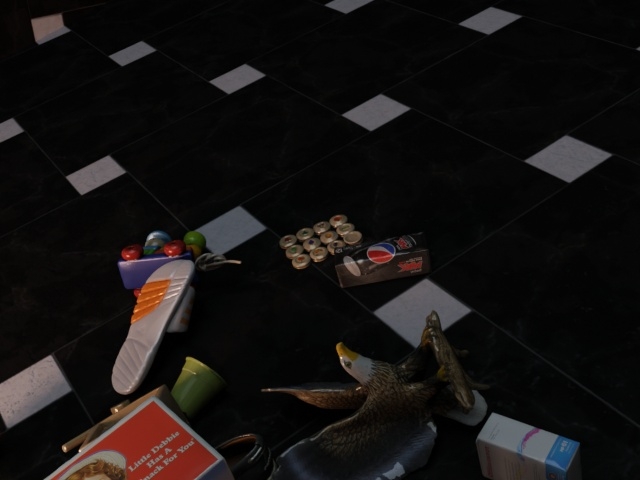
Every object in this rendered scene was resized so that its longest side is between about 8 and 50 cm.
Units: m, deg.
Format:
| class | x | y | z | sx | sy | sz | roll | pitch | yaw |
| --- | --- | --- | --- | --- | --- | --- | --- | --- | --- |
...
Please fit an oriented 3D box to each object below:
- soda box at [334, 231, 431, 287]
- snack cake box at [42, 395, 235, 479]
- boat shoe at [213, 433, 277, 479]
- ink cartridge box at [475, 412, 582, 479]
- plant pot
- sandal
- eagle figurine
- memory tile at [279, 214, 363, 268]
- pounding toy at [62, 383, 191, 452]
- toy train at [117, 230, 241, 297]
| class | x | y | z | sx | sy | sz | roll | pitch | yaw |
| --- | --- | --- | --- | --- | --- | --- | --- | --- | --- |
| soda box | 0.112 | 0.035 | 1.461 | 0.169 | 0.060 | 0.053 | -11 | 38 | 6 |
| snack cake box | -0.238 | 0.314 | 0.905 | 0.264 | 0.089 | 0.152 | -36 | 40 | -26 |
| boat shoe | -0.183 | 0.340 | 1.168 | 0.233 | 0.079 | 0.084 | -18 | 39 | -1 |
| ink cartridge box | 0.273 | 0.287 | 1.060 | 0.122 | 0.088 | 0.052 | 14 | 46 | 33 |
| plant pot | -0.206 | 0.244 | 1.306 | 0.083 | 0.083 | 0.079 | 18 | 61 | 36 |
| sandal | -0.288 | 0.159 | 1.449 | 0.102 | 0.076 | 0.265 | 3 | 61 | 37 |
| eagle figurine | 0.073 | 0.233 | 1.161 | 0.298 | 0.225 | 0.226 | -39 | -11 | 17 |
| memory tile | 0.000 | 0.000 | 1.586 | 0.148 | 0.012 | 0.113 | -23 | 38 | -10 |
| pounding toy | -0.293 | 0.308 | 1.234 | 0.181 | 0.094 | 0.206 | -31 | 5 | -3 |
| toy train | -0.254 | 0.029 | 1.581 | 0.248 | 0.105 | 0.143 | -6 | 25 | 12 |
